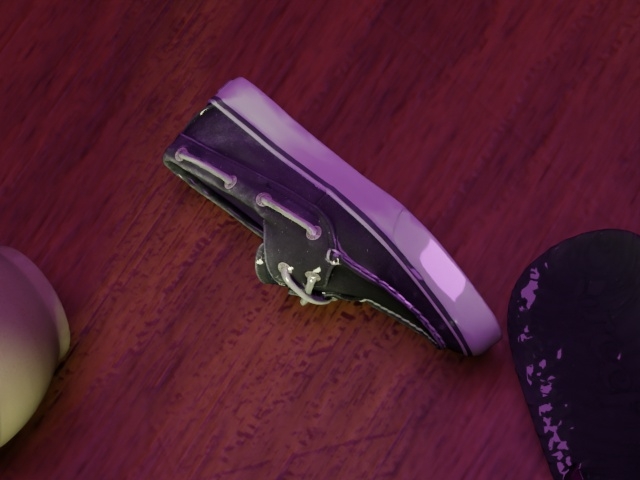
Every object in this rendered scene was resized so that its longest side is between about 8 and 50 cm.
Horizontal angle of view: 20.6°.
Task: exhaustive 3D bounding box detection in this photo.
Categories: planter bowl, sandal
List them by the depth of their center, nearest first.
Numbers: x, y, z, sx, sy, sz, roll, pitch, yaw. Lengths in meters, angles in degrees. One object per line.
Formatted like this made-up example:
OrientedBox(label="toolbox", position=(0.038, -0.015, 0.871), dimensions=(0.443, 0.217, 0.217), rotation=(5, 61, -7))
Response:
OrientedBox(label="sandal", position=(0.216, 0.189, 1.127), dimensions=(0.167, 0.107, 0.446), rotation=(-32, 59, 19))
OrientedBox(label="planter bowl", position=(-0.251, 0.069, 1.275), dimensions=(0.162, 0.162, 0.109), rotation=(39, 53, 23))

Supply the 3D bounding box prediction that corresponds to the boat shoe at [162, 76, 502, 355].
OrientedBox(label="boat shoe", position=(0.000, 0.000, 1.273), dimensions=(0.102, 0.108, 0.301), rotation=(-44, 64, -9))
